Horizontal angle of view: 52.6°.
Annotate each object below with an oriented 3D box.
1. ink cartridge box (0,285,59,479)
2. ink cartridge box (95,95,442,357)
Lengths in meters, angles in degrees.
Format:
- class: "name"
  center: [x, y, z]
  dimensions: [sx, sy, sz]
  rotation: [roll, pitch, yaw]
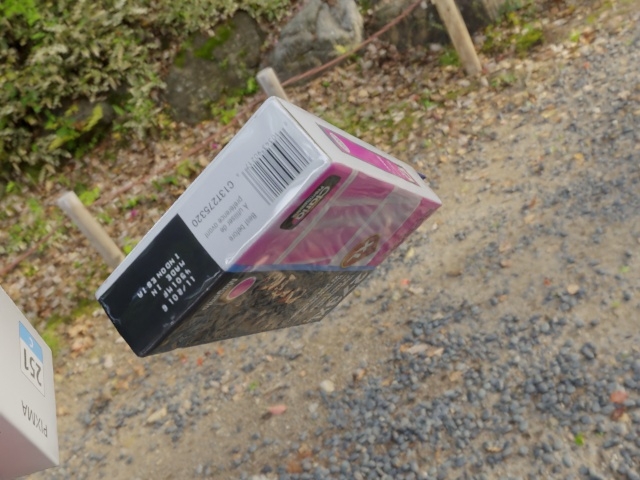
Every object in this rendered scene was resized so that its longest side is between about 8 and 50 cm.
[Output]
- class: "ink cartridge box"
  center: [-0.295, 0.134, 0.518]
  dimensions: [0.066, 0.296, 0.261]
  rotation: [-16, 53, -8]
- class: "ink cartridge box"
  center: [0.000, 0.000, 0.549]
  dimensions: [0.176, 0.069, 0.371]
  rotation: [-45, -15, 15]
